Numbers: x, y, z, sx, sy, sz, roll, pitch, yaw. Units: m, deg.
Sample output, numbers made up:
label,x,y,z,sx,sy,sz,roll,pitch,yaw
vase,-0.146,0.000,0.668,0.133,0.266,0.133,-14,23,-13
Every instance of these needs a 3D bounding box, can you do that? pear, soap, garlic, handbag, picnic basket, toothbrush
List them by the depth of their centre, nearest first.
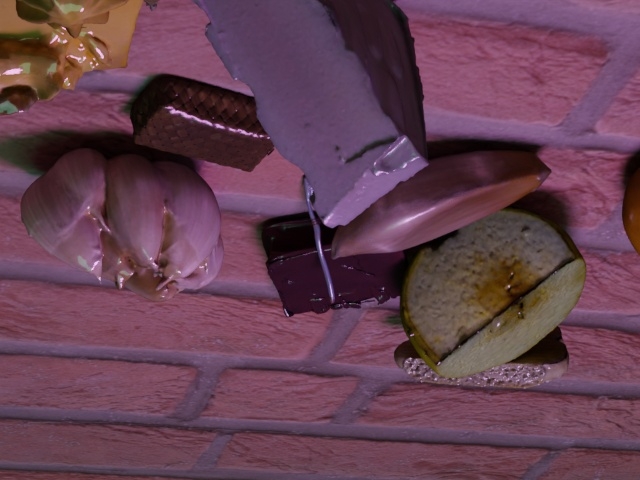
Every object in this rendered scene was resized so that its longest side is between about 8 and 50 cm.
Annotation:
label,x,y,z,sx,sy,sz,roll,pitch,yaw
soap,-0.026,-0.193,1.672,0.159,0.257,0.302,-26,143,33
picnic basket,-0.143,-0.143,1.939,0.193,0.054,0.110,12,146,-30
garlic,-0.234,-0.021,1.995,0.185,0.203,0.281,-40,134,18
garlic,0.159,-0.057,2.076,0.318,0.112,0.143,-13,160,0
toothbrush,0.000,0.000,2.131,0.019,0.013,0.193,-12,109,-4
handbag,0.027,0.034,2.249,0.203,0.074,0.216,-10,151,8
pear,0.258,0.075,2.261,0.292,0.159,0.292,-27,151,-16

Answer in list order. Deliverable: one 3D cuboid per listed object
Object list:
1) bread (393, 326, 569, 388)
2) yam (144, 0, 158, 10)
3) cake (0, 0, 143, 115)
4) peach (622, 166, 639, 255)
label,x,y,z,sx,sy,sz,roll,pitch,yaw
bread,0.272,0.176,2.428,0.287,0.056,0.207,4,-160,27
yam,-0.096,-0.363,1.553,0.083,0.083,0.371,20,139,-36
cake,-0.278,-0.280,1.451,0.223,0.286,0.227,4,148,-15
peach,0.546,-0.043,2.132,0.251,0.153,0.251,1,145,0
